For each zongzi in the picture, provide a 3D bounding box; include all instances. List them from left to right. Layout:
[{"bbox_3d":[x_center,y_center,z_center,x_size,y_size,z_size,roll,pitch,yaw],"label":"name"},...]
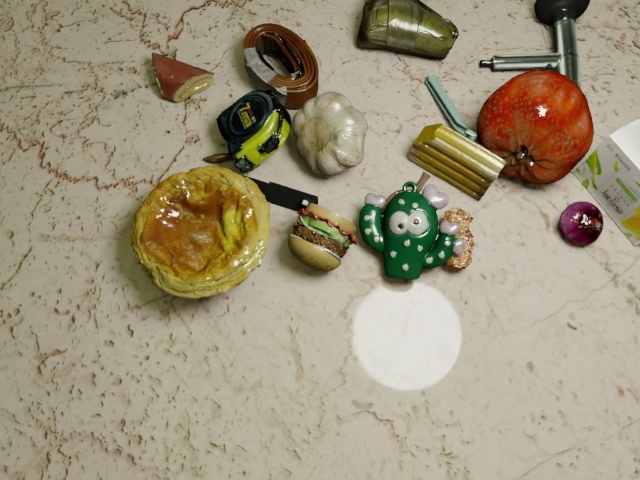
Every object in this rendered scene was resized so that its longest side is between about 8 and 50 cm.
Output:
[{"bbox_3d":[0.268,-0.690,1.581,0.286,0.138,0.300,10,67,-1],"label":"zongzi"}]

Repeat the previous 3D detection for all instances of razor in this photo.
[{"bbox_3d":[0.362,-0.358,1.487,0.056,0.111,0.278,-5,60,-17],"label":"razor"}]

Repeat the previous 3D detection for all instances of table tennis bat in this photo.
[{"bbox_3d":[0.227,-0.109,1.417,0.107,0.119,0.170,31,99,-8],"label":"table tennis bat"}]

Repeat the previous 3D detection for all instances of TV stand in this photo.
[{"bbox_3d":[-0.133,-0.126,1.390,0.256,0.049,0.040,18,70,5],"label":"TV stand"}]

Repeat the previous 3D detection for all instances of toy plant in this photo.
[{"bbox_3d":[0.218,-0.027,1.311,0.232,0.112,0.243,-21,82,11],"label":"toy plant"}]

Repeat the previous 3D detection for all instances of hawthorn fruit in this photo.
[{"bbox_3d":[0.566,-0.316,1.390,0.287,0.287,0.330,28,56,9],"label":"hawthorn fruit"}]

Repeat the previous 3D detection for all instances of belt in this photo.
[{"bbox_3d":[-0.114,-0.494,1.506,0.184,0.105,0.261,-29,73,-10],"label":"belt"}]

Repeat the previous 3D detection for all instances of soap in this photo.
[{"bbox_3d":[0.350,-0.212,1.391,0.232,0.140,0.073,34,68,11],"label":"soap"}]

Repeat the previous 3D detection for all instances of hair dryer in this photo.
[{"bbox_3d":[0.636,-0.590,1.548,0.284,0.156,0.320,12,77,-8],"label":"hair dryer"}]

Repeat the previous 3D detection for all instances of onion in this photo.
[{"bbox_3d":[0.671,-0.043,1.357,0.115,0.104,0.115,-4,101,-20],"label":"onion"}]

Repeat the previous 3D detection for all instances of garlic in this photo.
[{"bbox_3d":[0.051,-0.282,1.410,0.218,0.218,0.212,49,37,15],"label":"garlic"}]

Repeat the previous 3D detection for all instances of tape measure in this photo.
[{"bbox_3d":[-0.164,-0.293,1.390,0.186,0.112,0.199,-34,60,14],"label":"tape measure"}]

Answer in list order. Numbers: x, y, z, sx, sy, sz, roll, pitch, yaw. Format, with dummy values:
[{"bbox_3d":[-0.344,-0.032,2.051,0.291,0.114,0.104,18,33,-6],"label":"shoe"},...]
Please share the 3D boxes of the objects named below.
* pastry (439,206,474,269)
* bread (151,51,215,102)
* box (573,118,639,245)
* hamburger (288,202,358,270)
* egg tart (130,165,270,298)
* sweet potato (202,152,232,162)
[{"bbox_3d":[0.341,-0.001,1.353,0.087,0.063,0.170,6,65,3],"label":"pastry"},{"bbox_3d":[-0.406,-0.455,1.499,0.192,0.067,0.119,17,69,5],"label":"bread"},{"bbox_3d":[0.804,-0.142,1.350,0.111,0.194,0.260,-30,72,-13],"label":"box"},{"bbox_3d":[0.000,0.000,1.287,0.175,0.175,0.137,25,82,8],"label":"hamburger"},{"bbox_3d":[-0.278,-0.013,1.289,0.351,0.150,0.352,-1,65,2],"label":"egg tart"},{"bbox_3d":[-0.260,-0.225,1.438,0.115,0.026,0.026,-7,69,-7],"label":"sweet potato"}]
